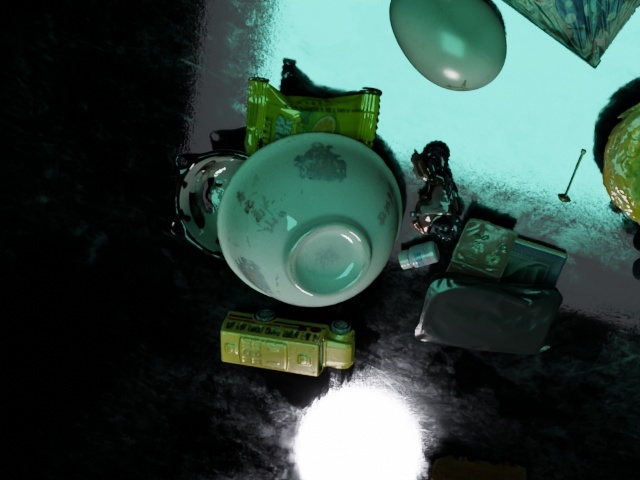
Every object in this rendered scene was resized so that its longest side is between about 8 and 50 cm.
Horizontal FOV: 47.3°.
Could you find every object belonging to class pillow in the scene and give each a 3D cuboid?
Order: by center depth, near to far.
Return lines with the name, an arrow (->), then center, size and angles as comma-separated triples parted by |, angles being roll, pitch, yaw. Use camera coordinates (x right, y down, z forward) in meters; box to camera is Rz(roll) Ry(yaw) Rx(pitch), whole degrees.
pillow -> 0.356, 0.061, 1.673 | 0.126, 0.043, 0.233 | 19, 116, 3

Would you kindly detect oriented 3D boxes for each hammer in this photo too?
hammer -> 0.548, -0.139, 1.584 | 0.029, 0.014, 0.123 | 14, 113, -2

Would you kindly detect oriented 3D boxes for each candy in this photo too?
candy -> -0.018, -0.255, 1.606 | 0.297, 0.081, 0.187 | 3, 115, -12

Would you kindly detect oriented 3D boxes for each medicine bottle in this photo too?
medicine bottle -> 0.231, 0.036, 1.715 | 0.089, 0.052, 0.052 | -17, 107, 21

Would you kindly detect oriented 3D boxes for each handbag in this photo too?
handbag -> 0.385, 0.169, 1.663 | 0.332, 0.075, 0.192 | 7, 120, -8

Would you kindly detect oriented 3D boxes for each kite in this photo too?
kite -> 0.519, -0.519, 1.429 | 0.405, 0.014, 0.369 | -8, 110, 18

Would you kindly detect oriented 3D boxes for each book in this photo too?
book -> 0.437, 0.120, 1.714 | 0.190, 0.025, 0.269 | 19, 116, 7

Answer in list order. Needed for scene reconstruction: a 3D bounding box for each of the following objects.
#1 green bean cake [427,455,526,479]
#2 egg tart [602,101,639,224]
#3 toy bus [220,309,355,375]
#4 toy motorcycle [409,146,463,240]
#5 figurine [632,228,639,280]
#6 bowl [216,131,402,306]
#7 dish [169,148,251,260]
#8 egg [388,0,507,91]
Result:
green bean cake -> 0.395, 0.651, 1.911 | 0.232, 0.097, 0.199 | 16, 117, 7
egg tart -> 0.723, -0.166, 1.470 | 0.314, 0.120, 0.315 | 5, 115, 11
toy bus -> -0.084, 0.263, 1.853 | 0.335, 0.123, 0.121 | 7, 114, 11
toy motorcycle -> 0.245, -0.099, 1.636 | 0.118, 0.084, 0.213 | -10, 96, 31
figurine -> 0.790, 0.074, 1.473 | 0.332, 0.185, 0.204 | 26, 158, -39
bowl -> 0.000, 0.000, 1.591 | 0.434, 0.196, 0.435 | -6, 119, -11
dish -> -0.203, -0.095, 1.731 | 0.302, 0.120, 0.303 | 5, 111, 12
egg -> 0.249, -0.410, 1.449 | 0.264, 0.183, 0.183 | 41, 116, 2
